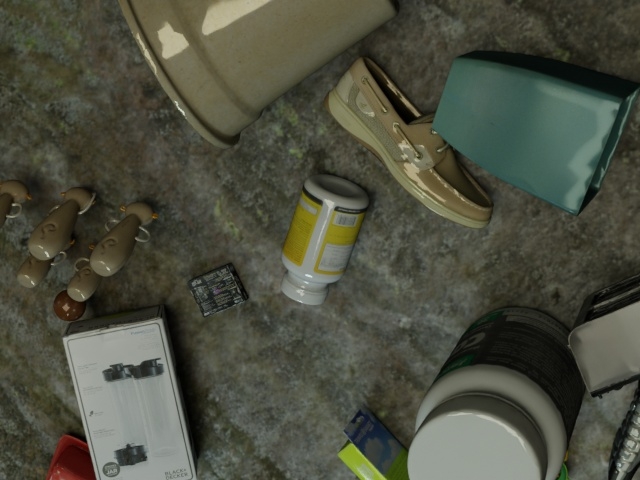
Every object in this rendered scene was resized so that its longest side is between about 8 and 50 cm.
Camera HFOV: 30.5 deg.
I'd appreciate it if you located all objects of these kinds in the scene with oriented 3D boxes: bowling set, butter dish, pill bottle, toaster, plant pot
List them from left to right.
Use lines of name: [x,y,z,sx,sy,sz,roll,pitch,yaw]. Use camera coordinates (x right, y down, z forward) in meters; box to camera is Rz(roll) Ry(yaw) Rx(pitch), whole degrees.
bowling set: [-0.414,0.016,1.929,0.286,0.154,0.200,18,137,12]
butter dish: [-0.426,0.448,2.054,0.160,0.118,0.160,26,112,11]
plant pot: [-0.073,-0.342,1.612,0.305,0.334,0.334,-26,96,12]
pill bottle: [0.000,0.000,1.779,0.103,0.103,0.184,24,112,11]
pill bottle: [0.247,0.241,1.623,0.204,0.361,0.204,5,107,18]
plant pot: [0.286,-0.168,1.604,0.234,0.165,0.166,24,112,17]
toaster: [0.441,0.121,1.625,0.185,0.168,0.110,-26,95,25]

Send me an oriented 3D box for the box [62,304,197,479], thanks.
box: [-0.310,0.265,1.947,0.169,0.087,0.290,-12,103,-2]

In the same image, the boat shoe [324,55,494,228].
boat shoe: [0.142,-0.140,1.689,0.302,0.109,0.098,44,116,9]

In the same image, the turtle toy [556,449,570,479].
turtle toy: [0.317,0.354,1.794,0.130,0.066,0.095,13,109,15]

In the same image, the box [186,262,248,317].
box: [-0.167,0.081,1.908,0.083,0.018,0.067,-24,97,24]

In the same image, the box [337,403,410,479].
box: [0.101,0.353,1.846,0.178,0.109,0.042,47,116,1]

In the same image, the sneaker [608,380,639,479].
sneaker: [0.506,0.282,1.699,0.132,0.086,0.229,17,115,6]
